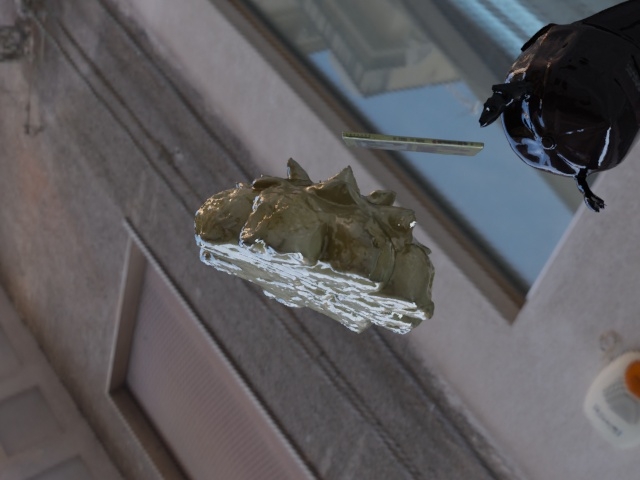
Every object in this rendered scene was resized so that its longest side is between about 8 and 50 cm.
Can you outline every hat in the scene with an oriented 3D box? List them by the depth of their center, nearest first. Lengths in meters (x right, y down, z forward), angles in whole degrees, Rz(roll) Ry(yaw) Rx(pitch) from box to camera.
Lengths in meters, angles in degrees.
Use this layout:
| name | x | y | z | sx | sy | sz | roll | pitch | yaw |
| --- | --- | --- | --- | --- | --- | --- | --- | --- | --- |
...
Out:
| name | x | y | z | sx | sy | sz | roll | pitch | yaw |
| --- | --- | --- | --- | --- | --- | --- | --- | --- | --- |
| hat | 0.384 | -0.182 | 1.434 | 0.238 | 0.336 | 0.209 | 51 | -138 | -21 |

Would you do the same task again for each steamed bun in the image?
| name | x | y | z | sx | sy | sz | roll | pitch | yaw |
| --- | --- | --- | --- | --- | --- | --- | --- | --- | --- |
| steamed bun | 0.000 | 0.000 | 1.141 | 0.292 | 0.295 | 0.137 | 6 | -108 | 38 |

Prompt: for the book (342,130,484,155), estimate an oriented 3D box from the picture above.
| name | x | y | z | sx | sy | sz | roll | pitch | yaw |
| --- | --- | --- | --- | --- | --- | --- | --- | --- | --- |
| book | 0.129 | -0.137 | 1.458 | 0.192 | 0.013 | 0.168 | 5 | -178 | 4 |
